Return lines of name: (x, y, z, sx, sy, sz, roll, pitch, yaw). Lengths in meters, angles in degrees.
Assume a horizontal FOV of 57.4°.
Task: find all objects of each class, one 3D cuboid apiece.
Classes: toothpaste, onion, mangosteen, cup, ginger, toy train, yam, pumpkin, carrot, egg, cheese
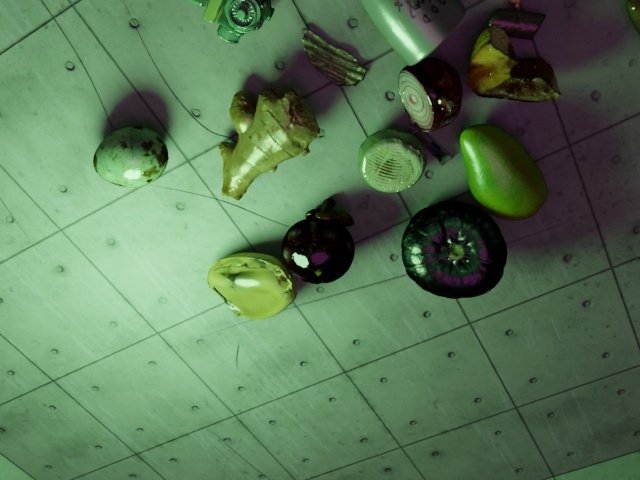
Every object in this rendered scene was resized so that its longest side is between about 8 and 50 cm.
toothpaste: (0.314, -0.278, 1.683, 0.170, 0.028, 0.045, 37, 123, -25)
onion: (0.309, -0.377, 1.511, 0.140, 0.218, 0.195, -24, 117, -16)
mangosteen: (0.000, 0.000, 1.770, 0.228, 0.228, 0.265, 13, 90, -8)
cup: (0.231, -0.599, 1.409, 0.234, 0.186, 0.258, 44, 84, -16)
ginger: (-0.183, -0.273, 1.612, 0.375, 0.166, 0.236, -36, 125, 15)
toy train: (-0.188, -0.673, 1.359, 0.253, 0.160, 0.397, 29, 120, -8)
yam: (0.495, -0.550, 1.483, 0.146, 0.070, 0.070, 8, 123, 4)
pumpkin: (0.397, 0.029, 1.761, 0.315, 0.238, 0.315, 2, 100, 12)
carrot: (0.886, -0.504, 1.516, 0.070, 0.070, 0.342, -37, 121, 22)
egg: (-0.535, -0.230, 1.636, 0.231, 0.169, 0.169, -11, 123, 21)
cheese: (-0.202, 0.140, 1.851, 0.259, 0.128, 0.316, 42, 144, -25)

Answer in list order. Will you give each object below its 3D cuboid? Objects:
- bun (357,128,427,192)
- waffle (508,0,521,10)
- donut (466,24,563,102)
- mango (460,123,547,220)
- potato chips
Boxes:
bun: (0.203, -0.233, 1.660, 0.195, 0.118, 0.195, 4, 125, 5)
waffle: (0.413, -0.645, 1.447, 0.191, 0.032, 0.125, 6, 125, -1)
donut: (0.479, -0.444, 1.518, 0.295, 0.112, 0.151, 22, 155, -29)
mango: (0.509, -0.193, 1.664, 0.192, 0.156, 0.343, -38, 112, 13)
potato chips: (0.025, -0.477, 1.554, 0.207, 0.028, 0.092, 27, 118, -18)
